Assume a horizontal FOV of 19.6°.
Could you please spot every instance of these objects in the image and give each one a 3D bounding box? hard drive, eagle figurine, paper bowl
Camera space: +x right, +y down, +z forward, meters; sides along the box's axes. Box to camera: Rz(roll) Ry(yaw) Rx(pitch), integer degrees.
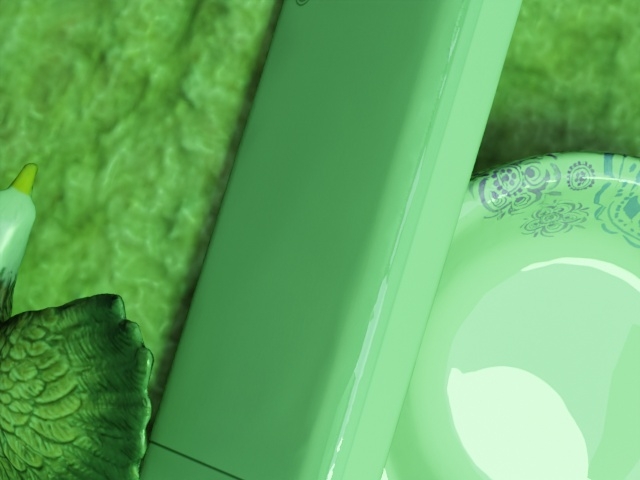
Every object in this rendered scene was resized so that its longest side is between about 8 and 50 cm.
[{"bbox_3d":[0.000,0.000,1.072,0.047,0.233,0.353,20,85,-27],"label":"hard drive"},{"bbox_3d":[-0.208,0.053,1.023,0.226,0.298,0.225,-6,90,-6],"label":"eagle figurine"},{"bbox_3d":[0.148,0.090,1.133,0.284,0.148,0.284,0,89,-6],"label":"paper bowl"}]
